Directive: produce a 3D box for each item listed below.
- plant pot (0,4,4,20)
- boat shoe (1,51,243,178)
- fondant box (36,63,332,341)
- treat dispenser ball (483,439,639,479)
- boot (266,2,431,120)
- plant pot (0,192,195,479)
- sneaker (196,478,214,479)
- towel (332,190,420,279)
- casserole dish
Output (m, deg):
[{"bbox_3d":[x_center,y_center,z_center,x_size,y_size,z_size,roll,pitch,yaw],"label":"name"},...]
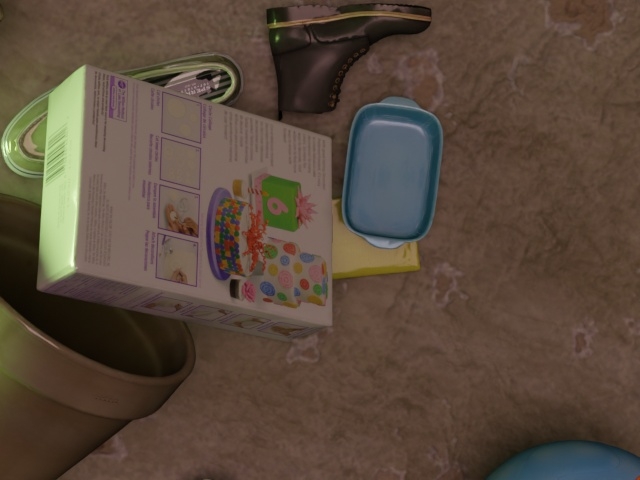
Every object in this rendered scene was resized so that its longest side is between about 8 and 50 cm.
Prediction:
[{"bbox_3d":[-0.520,-0.332,1.663,0.334,0.334,0.305,-26,105,-2],"label":"plant pot"},{"bbox_3d":[-0.237,-0.157,1.776,0.302,0.094,0.109,-22,94,-3],"label":"boat shoe"},{"bbox_3d":[-0.143,-0.034,1.676,0.330,0.096,0.238,14,65,-32],"label":"fondant box"},{"bbox_3d":[0.299,0.375,1.737,0.288,0.288,0.288,0,93,-4],"label":"treat dispenser ball"},{"bbox_3d":[0.037,-0.217,1.810,0.198,0.077,0.137,-1,97,10],"label":"boot"},{"bbox_3d":[-0.348,0.153,1.700,0.323,0.323,0.280,35,106,-4],"label":"plant pot"},{"bbox_3d":[-0.093,0.415,1.794,0.275,0.107,0.110,45,51,3],"label":"sneaker"},{"bbox_3d":[0.000,0.000,1.838,0.237,0.021,0.102,-6,96,-4],"label":"towel"},{"bbox_3d":[0.085,-0.079,1.815,0.114,0.037,0.188,8,80,-3],"label":"casserole dish"}]
